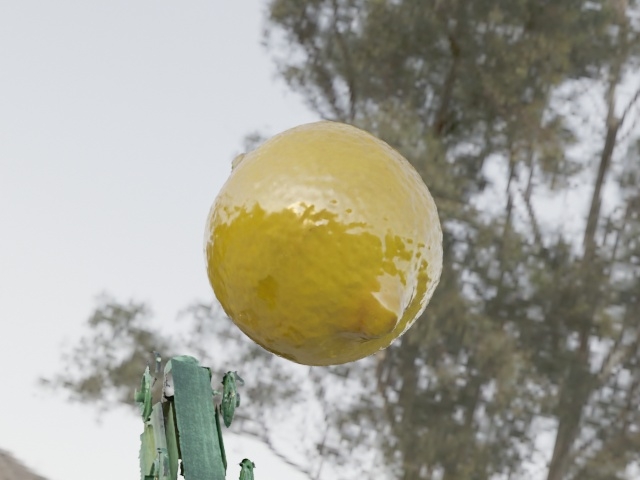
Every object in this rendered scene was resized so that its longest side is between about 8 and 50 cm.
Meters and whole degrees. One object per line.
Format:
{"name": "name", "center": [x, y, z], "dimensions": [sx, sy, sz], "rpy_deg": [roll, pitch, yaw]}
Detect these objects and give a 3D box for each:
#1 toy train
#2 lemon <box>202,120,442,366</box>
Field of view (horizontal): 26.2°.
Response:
{"name": "toy train", "center": [-0.159, 0.262, 1.553], "dimensions": [0.126, 0.307, 0.189], "rpy_deg": [13, -62, -20]}
{"name": "lemon", "center": [0.000, 0.000, 1.066], "dimensions": [0.187, 0.187, 0.244], "rpy_deg": [36, 5, -40]}
